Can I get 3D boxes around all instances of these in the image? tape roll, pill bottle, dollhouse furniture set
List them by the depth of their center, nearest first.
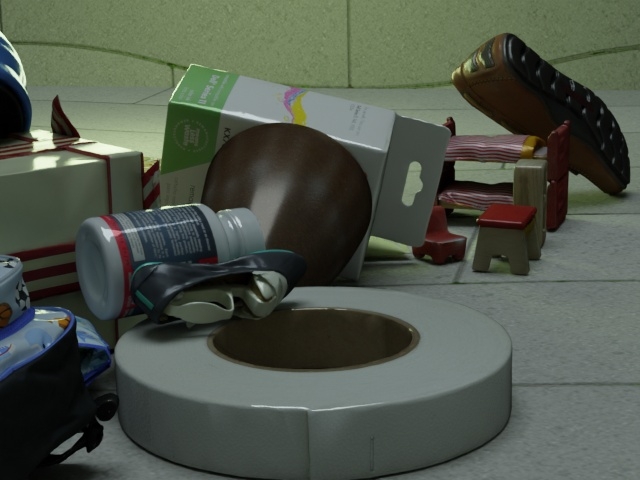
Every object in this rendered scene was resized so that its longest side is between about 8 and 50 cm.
[{"bbox_3d":[-0.007,0.127,1.337,0.392,0.072,0.392,-1,13,0],"label":"tape roll"},{"bbox_3d":[-0.154,0.017,1.431,0.180,0.108,0.108,-10,16,-28],"label":"pill bottle"},{"bbox_3d":[0.234,-0.075,1.977,0.201,0.152,0.374,3,14,18],"label":"dollhouse furniture set"}]

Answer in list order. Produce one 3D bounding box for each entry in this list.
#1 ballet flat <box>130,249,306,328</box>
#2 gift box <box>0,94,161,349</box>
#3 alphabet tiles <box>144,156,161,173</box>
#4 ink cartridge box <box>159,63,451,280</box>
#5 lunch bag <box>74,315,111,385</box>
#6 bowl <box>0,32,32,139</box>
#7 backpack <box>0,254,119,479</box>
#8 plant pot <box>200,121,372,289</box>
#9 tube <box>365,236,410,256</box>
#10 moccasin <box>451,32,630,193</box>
[{"bbox_3d":[-0.091,0.054,1.375,0.203,0.074,0.074,-3,12,-34],"label":"ballet flat"},{"bbox_3d":[-0.324,-0.010,1.524,0.258,0.276,0.255,-11,22,-40],"label":"gift box"},{"bbox_3d":[-0.382,-0.133,2.577,0.198,0.009,0.237,9,17,34],"label":"alphabet tiles"},{"bbox_3d":[-0.025,-0.079,1.783,0.354,0.207,0.119,13,33,3],"label":"ink cartridge box"},{"bbox_3d":[-0.288,0.117,1.348,0.151,0.096,0.129,-15,17,-16],"label":"lunch bag"},{"bbox_3d":[-0.513,-0.105,1.572,0.391,0.077,0.391,-28,-19,-11],"label":"bowl"},{"bbox_3d":[-0.350,0.128,1.112,0.263,0.213,0.276,-6,13,26],"label":"backpack"},{"bbox_3d":[-0.059,0.004,1.631,0.215,0.215,0.230,1,29,10],"label":"plant pot"},{"bbox_3d":[0.000,0.000,1.906,0.240,0.070,0.062,0,-26,-10],"label":"tube"},{"bbox_3d":[0.363,-0.183,2.211,0.380,0.139,0.147,27,-40,-36],"label":"moccasin"}]
